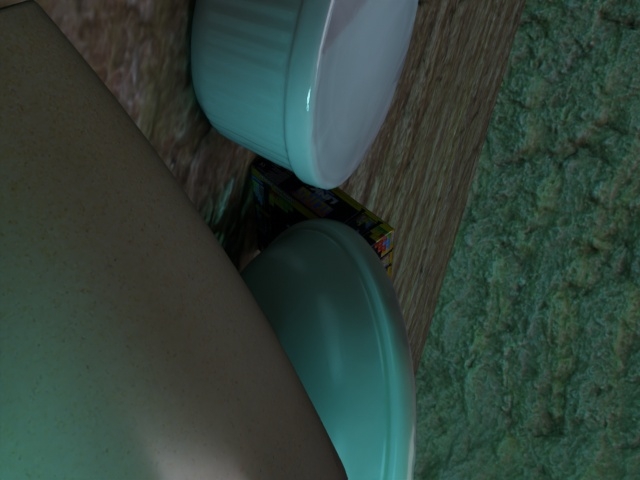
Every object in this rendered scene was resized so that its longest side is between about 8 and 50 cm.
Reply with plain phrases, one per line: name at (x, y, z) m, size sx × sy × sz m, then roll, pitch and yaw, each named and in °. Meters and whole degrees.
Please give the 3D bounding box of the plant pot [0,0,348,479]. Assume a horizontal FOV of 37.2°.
plant pot at (-0.144, 0.038, 0.449) m, size 0.256 × 0.256 × 0.274 m, roll -47°, pitch 125°, yaw -57°

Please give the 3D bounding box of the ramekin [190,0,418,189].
ramekin at (-0.011, -0.193, 0.850) m, size 0.273 × 0.127 × 0.273 m, roll 19°, pitch 90°, yaw -75°

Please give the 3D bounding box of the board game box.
board game box at (0.000, 0.000, 1.017) m, size 0.048 × 0.170 × 0.141 m, roll -35°, pitch 147°, yaw -28°

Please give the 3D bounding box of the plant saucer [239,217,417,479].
plant saucer at (-0.055, 0.172, 0.901) m, size 0.400 × 0.100 × 0.401 m, roll -27°, pitch -121°, yaw 59°
